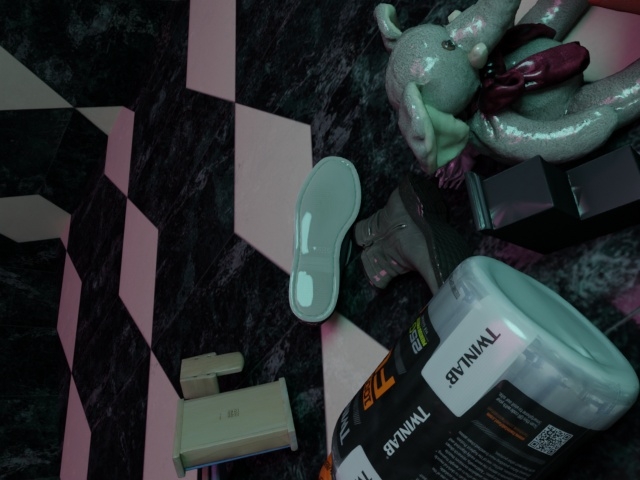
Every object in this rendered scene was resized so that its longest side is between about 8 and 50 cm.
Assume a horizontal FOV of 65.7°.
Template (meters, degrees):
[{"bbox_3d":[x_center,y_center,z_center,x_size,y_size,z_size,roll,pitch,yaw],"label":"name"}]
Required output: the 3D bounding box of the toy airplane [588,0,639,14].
[{"bbox_3d":[0.329,-0.418,0.337,0.386,0.384,0.272,-31,24,12],"label":"toy airplane"}]

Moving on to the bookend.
[{"bbox_3d":[0.268,-0.053,0.529,0.156,0.157,0.072,-27,60,43],"label":"bookend"}]

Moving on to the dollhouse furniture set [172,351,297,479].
[{"bbox_3d":[-0.146,0.415,0.956,0.286,0.198,0.303,-115,18,-64],"label":"dollhouse furniture set"}]

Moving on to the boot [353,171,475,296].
[{"bbox_3d":[0.134,0.032,0.739,0.161,0.083,0.246,-49,41,38],"label":"boot"}]

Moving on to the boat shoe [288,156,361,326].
[{"bbox_3d":[0.000,0.000,0.872,0.091,0.114,0.302,100,-175,-72],"label":"boat shoe"}]

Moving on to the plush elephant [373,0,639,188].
[{"bbox_3d":[0.193,-0.202,0.582,0.330,0.255,0.271,-41,51,35],"label":"plush elephant"}]

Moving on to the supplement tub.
[{"bbox_3d":[0.150,0.203,0.556,0.338,0.207,0.207,-57,43,21],"label":"supplement tub"}]
